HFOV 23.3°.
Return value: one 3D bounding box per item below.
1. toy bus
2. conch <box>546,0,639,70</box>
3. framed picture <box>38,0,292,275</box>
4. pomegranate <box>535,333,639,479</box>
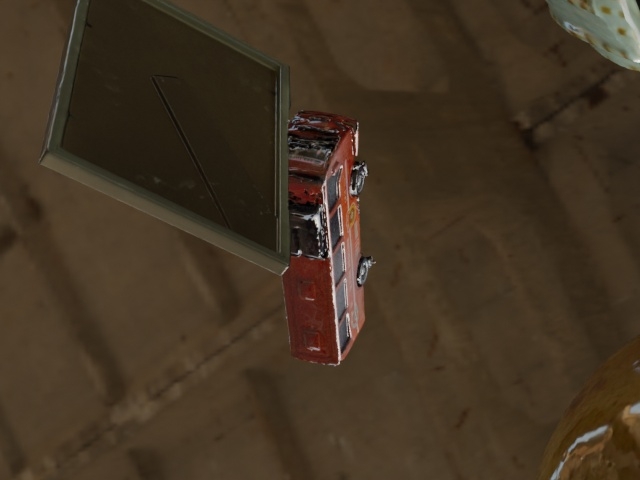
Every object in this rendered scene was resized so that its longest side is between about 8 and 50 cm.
[{"bbox_3d":[0.000,0.000,1.392,0.073,0.096,0.235,8,-49,16],"label":"toy bus"},{"bbox_3d":[0.300,-0.289,1.386,0.215,0.303,0.319,-3,-89,61],"label":"conch"},{"bbox_3d":[-0.100,-0.094,1.097,0.016,0.184,0.250,-50,-155,32],"label":"framed picture"},{"bbox_3d":[0.335,0.179,1.006,0.416,0.416,0.417,3,-85,36],"label":"pomegranate"}]
